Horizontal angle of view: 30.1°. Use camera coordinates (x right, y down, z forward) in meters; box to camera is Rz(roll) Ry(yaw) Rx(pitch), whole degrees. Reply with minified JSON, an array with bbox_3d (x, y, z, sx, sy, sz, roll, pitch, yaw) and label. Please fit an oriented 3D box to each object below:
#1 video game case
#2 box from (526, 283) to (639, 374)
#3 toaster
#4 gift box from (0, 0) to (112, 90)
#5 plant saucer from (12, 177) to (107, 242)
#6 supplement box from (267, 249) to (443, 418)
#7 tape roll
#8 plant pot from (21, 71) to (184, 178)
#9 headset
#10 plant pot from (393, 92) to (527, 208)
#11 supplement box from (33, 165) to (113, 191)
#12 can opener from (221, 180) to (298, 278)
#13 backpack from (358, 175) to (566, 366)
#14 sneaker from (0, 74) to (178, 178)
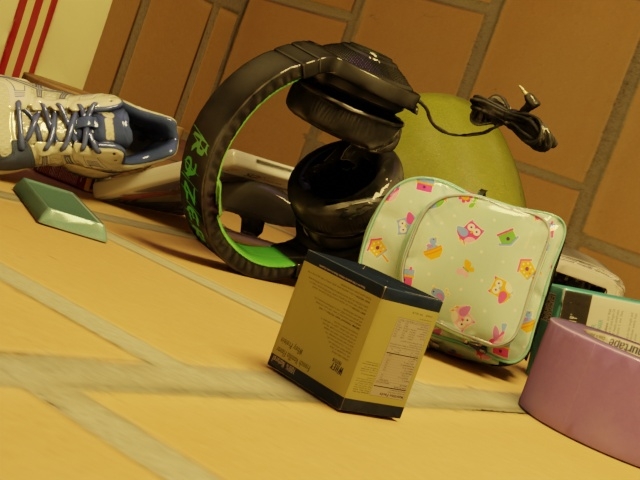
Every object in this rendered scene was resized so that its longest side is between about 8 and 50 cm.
[{"bbox_3d":[-0.140,-0.067,1.445,0.201,0.023,0.183,-11,-11,27],"label":"video game case"},{"bbox_3d":[0.342,0.115,1.215,0.244,0.100,0.060,11,3,-9],"label":"box"},{"bbox_3d":[0.359,0.073,1.836,0.227,0.129,0.146,20,7,-8],"label":"toaster"},{"bbox_3d":[-0.471,-0.295,1.835,0.276,0.258,0.255,18,5,-31],"label":"gift box"},{"bbox_3d":[-0.255,-0.033,1.160,0.067,0.018,0.192,17,6,-24],"label":"plant saucer"},{"bbox_3d":[0.022,0.061,0.780,0.056,0.083,0.083,16,6,-40],"label":"supplement box"},{"bbox_3d":[0.269,0.134,1.003,0.189,0.080,0.189,20,5,-2],"label":"tape roll"},{"bbox_3d":[-0.321,-0.149,1.680,0.237,0.109,0.237,20,4,-1],"label":"plant pot"},{"bbox_3d":[0.051,-0.086,1.225,0.394,0.243,0.185,-20,38,-32],"label":"headset"},{"bbox_3d":[0.177,-0.029,1.648,0.275,0.274,0.293,18,20,-18],"label":"plant pot"},{"bbox_3d":[-0.305,-0.092,1.482,0.083,0.043,0.055,20,6,15],"label":"supplement box"},{"bbox_3d":[0.000,0.000,1.342,0.283,0.095,0.076,14,3,16],"label":"can opener"},{"bbox_3d":[0.128,0.026,1.151,0.188,0.165,0.144,18,-5,13],"label":"backpack"},{"bbox_3d":[-0.277,-0.129,1.297,0.131,0.111,0.296,-5,-1,32],"label":"sneaker"}]
